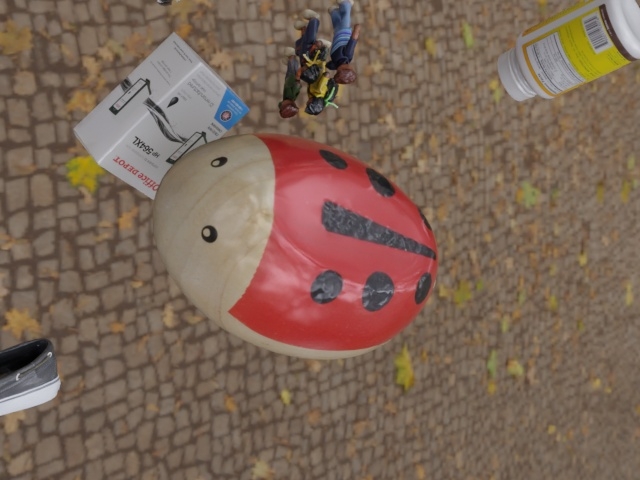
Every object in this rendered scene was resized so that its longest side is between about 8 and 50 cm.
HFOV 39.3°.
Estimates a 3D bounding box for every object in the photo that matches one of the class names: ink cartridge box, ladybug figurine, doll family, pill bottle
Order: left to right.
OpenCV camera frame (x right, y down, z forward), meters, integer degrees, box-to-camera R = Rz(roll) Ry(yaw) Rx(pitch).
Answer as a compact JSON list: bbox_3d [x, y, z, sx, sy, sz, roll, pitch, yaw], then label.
[{"bbox_3d":[-0.227,-0.174,1.294,0.203,0.086,0.148,-43,150,5],"label":"ink cartridge box"},{"bbox_3d":[-0.003,-0.214,1.109,0.076,0.193,0.111,8,64,-10],"label":"doll family"},{"bbox_3d":[0.000,0.000,1.199,0.449,0.162,0.305,14,67,-36],"label":"ladybug figurine"},{"bbox_3d":[0.387,-0.296,1.391,0.117,0.215,0.117,24,56,-41],"label":"pill bottle"}]

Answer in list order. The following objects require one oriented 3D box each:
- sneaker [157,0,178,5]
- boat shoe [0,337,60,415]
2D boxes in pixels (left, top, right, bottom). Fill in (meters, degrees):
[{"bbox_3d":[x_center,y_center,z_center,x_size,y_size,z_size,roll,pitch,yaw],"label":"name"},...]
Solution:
[{"bbox_3d":[-0.148,-0.384,1.152,0.083,0.191,0.071,62,13,-6],"label":"sneaker"},{"bbox_3d":[-0.378,0.154,0.947,0.229,0.080,0.076,-11,112,-45],"label":"boat shoe"}]
